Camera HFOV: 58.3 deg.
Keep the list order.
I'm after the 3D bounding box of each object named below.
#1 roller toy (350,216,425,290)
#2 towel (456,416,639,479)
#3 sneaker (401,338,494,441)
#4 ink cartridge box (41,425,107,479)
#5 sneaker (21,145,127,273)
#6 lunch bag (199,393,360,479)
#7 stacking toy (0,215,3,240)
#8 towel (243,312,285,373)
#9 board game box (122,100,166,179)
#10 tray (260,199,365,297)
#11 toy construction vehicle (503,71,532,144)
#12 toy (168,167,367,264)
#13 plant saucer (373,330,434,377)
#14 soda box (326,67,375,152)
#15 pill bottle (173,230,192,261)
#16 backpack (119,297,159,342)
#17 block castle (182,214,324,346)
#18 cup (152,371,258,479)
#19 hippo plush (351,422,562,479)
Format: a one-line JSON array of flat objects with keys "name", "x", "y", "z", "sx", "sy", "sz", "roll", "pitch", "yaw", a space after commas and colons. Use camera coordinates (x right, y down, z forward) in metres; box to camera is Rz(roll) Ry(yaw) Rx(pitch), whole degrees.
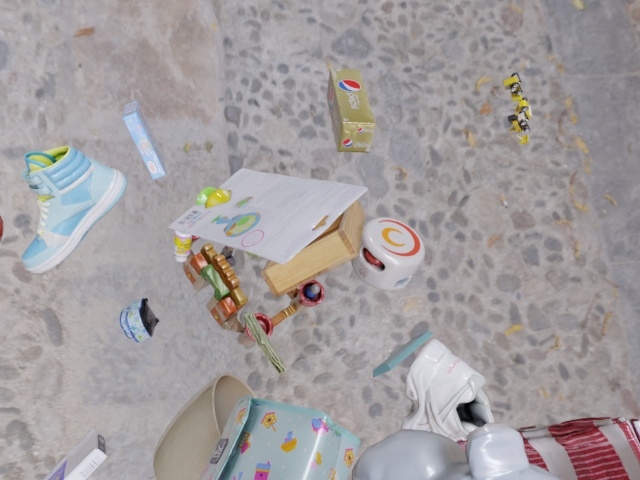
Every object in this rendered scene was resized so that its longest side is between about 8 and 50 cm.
[{"name": "roller toy", "x": 0.188, "y": 0.042, "z": 1.656, "sx": 0.209, "sy": 0.146, "sz": 0.191, "roll": 14, "pitch": 42, "yaw": -12}, {"name": "towel", "x": 0.324, "y": 0.366, "z": 0.764, "sx": 0.037, "sy": 0.329, "sz": 0.237, "roll": -10, "pitch": 73, "yaw": -28}, {"name": "sneaker", "x": 0.177, "y": 0.245, "z": 0.785, "sx": 0.115, "sy": 0.232, "sz": 0.090, "roll": 28, "pitch": 55, "yaw": 34}, {"name": "ink cartridge box", "x": -0.657, "y": 0.607, "z": 1.517, "sx": 0.206, "sy": 0.208, "sz": 0.045, "roll": -47, "pitch": 106, "yaw": -16}, {"name": "sneaker", "x": -0.623, "y": -0.085, "z": 1.308, "sx": 0.319, "sy": 0.208, "sz": 0.127, "roll": -48, "pitch": 42, "yaw": 2}, {"name": "lunch bag", "x": -0.097, "y": 0.391, "z": 0.978, "sx": 0.262, "sy": 0.160, "sz": 0.223, "roll": 3, "pitch": 58, "yaw": 37}, {"name": "stacking toy", "x": -0.421, "y": 0.060, "z": 0.618, "sx": 0.141, "sy": 0.141, "sz": 0.330, "roll": -5, "pitch": 43, "yaw": -11}, {"name": "towel", "x": -0.126, "y": 0.230, "z": 1.295, "sx": 0.027, "sy": 0.148, "sz": 0.110, "roll": -33, "pitch": 120, "yaw": -10}, {"name": "board game box", "x": -0.436, "y": -0.254, "z": 1.427, "sx": 0.039, "sy": 0.211, "sz": 0.160, "roll": -24, "pitch": 115, "yaw": -6}, {"name": "tray", "x": 0.000, "y": 0.000, "z": 1.390, "sx": 0.202, "sy": 0.411, "sz": 0.076, "roll": -29, "pitch": 99, "yaw": 13}, {"name": "toy construction vehicle", "x": 0.325, "y": -0.215, "z": 0.953, "sx": 0.035, "sy": 0.098, "sz": 0.086, "roll": -12, "pitch": 66, "yaw": 29}, {"name": "toy", "x": -0.065, "y": -0.022, "z": 0.685, "sx": 0.137, "sy": 0.237, "sz": 0.056, "roll": -43, "pitch": 129, "yaw": -27}, {"name": "plant saucer", "x": 0.194, "y": 0.262, "z": 1.342, "sx": 0.192, "sy": 0.067, "sz": 0.018, "roll": -24, "pitch": 80, "yaw": -46}, {"name": "soda box", "x": 0.050, "y": -0.231, "z": 1.007, "sx": 0.058, "sy": 0.061, "sz": 0.181, "roll": 0, "pitch": 44, "yaw": -9}, {"name": "pill bottle", "x": -0.346, "y": 0.011, "z": 1.439, "sx": 0.043, "sy": 0.083, "sz": 0.043, "roll": 10, "pitch": 29, "yaw": -6}, {"name": "backpack", "x": -0.523, "y": 0.236, "z": 1.647, "sx": 0.084, "sy": 0.114, "sz": 0.105, "roll": -22, "pitch": 114, "yaw": -1}, {"name": "block castle", "x": -0.227, "y": 0.076, "z": 1.794, "sx": 0.303, "sy": 0.213, "sz": 0.453, "roll": -31, "pitch": 82, "yaw": -32}, {"name": "cup", "x": -0.274, "y": 0.536, "z": 1.446, "sx": 0.237, "sy": 0.331, "sz": 0.331, "roll": -29, "pitch": 80, "yaw": 9}, {"name": "hippo plush", "x": 0.036, "y": 0.202, "z": 0.321, "sx": 0.234, "sy": 0.294, "sz": 0.236, "roll": 47, "pitch": 71, "yaw": -14}]
